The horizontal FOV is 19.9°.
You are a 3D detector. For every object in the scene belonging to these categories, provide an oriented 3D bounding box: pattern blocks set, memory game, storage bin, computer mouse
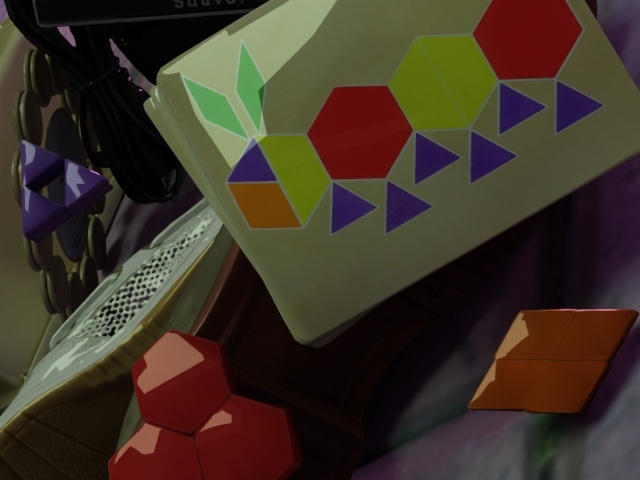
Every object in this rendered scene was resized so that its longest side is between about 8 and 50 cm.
[{"bbox_3d":[0.028,-0.053,0.746,0.325,0.026,0.285,-22,77,10],"label":"pattern blocks set"},{"bbox_3d":[-0.164,-0.036,1.154,0.012,0.186,0.186,-5,41,8],"label":"memory game"},{"bbox_3d":[-0.269,0.002,1.327,0.260,0.123,0.262,-23,41,52],"label":"storage bin"},{"bbox_3d":[-0.083,-0.170,1.183,0.072,0.188,0.272,-8,37,34],"label":"computer mouse"}]

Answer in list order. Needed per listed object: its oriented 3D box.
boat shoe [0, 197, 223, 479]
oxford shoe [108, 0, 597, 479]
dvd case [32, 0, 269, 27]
[{"bbox_3d":[-0.094,0.067,0.967,0.277,0.098,0.096,-44,26,6],"label":"boat shoe"},{"bbox_3d":[0.000,0.000,0.845,0.348,0.123,0.130,-56,16,-4],"label":"oxford shoe"},{"bbox_3d":[-0.041,-0.190,1.068,0.179,0.238,0.029,-91,-3,-51],"label":"dvd case"}]
